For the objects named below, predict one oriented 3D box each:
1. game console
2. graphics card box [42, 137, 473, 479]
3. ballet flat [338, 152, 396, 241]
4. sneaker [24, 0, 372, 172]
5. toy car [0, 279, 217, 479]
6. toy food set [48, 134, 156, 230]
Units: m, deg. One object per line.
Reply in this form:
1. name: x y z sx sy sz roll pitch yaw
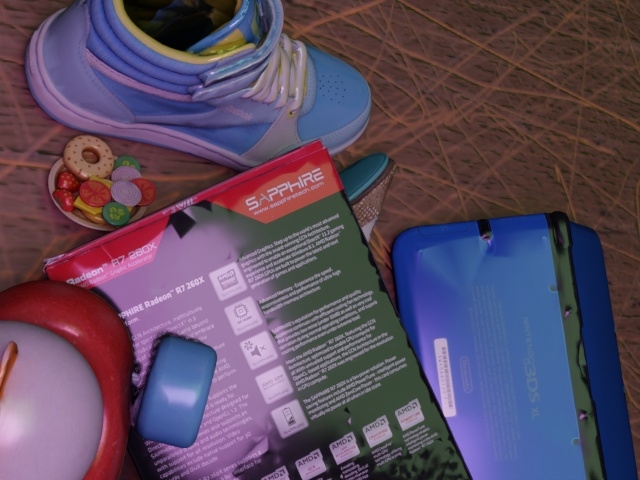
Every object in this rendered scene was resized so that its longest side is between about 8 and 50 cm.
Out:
1. game console: 0.203 0.131 1.046 0.250 0.173 0.293 -6 80 -3
2. graphics card box: -0.031 0.138 0.806 0.232 0.094 0.371 -25 92 -12
3. ballet flat: 0.000 0.000 0.926 0.206 0.073 0.067 -38 113 -26
4. sneaker: -0.052 -0.142 0.834 0.319 0.208 0.127 2 76 -33
5. toy car: -0.189 0.125 0.614 0.219 0.238 0.210 16 85 -4
6. toy food set: -0.174 -0.043 0.829 0.082 0.020 0.083 27 46 -8
